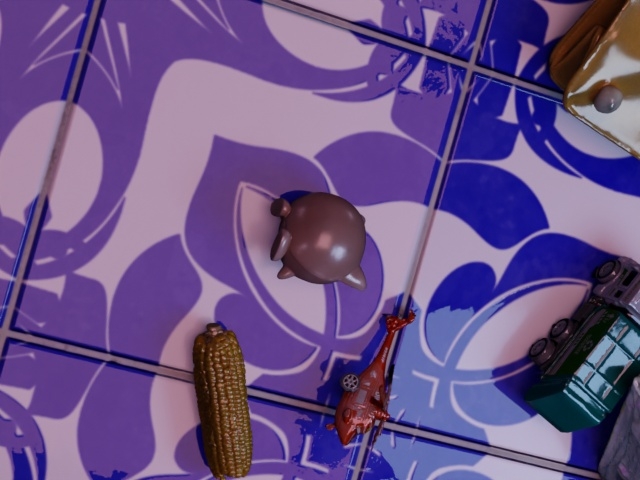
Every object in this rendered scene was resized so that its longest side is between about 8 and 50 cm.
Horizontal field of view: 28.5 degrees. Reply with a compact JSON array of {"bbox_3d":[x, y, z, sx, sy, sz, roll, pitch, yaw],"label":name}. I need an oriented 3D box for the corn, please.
[{"bbox_3d":[-0.125,0.208,1.620,0.068,0.068,0.207,-8,95,-14],"label":"corn"}]

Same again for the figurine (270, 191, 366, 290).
[{"bbox_3d":[0.000,0.000,1.616,0.138,0.125,0.125,18,89,-28],"label":"figurine"}]

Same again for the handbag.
[{"bbox_3d":[0.533,-0.208,1.679,0.401,0.133,0.283,32,111,-14],"label":"handbag"}]

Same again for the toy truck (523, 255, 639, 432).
[{"bbox_3d":[0.386,0.145,1.727,0.114,0.124,0.253,41,85,-16],"label":"toy truck"}]

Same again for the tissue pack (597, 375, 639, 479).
[{"bbox_3d":[0.561,0.260,1.729,0.311,0.128,0.228,-13,141,-14],"label":"tissue pack"}]

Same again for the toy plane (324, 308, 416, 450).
[{"bbox_3d":[0.070,0.177,1.656,0.077,0.126,0.194,18,91,12],"label":"toy plane"}]
